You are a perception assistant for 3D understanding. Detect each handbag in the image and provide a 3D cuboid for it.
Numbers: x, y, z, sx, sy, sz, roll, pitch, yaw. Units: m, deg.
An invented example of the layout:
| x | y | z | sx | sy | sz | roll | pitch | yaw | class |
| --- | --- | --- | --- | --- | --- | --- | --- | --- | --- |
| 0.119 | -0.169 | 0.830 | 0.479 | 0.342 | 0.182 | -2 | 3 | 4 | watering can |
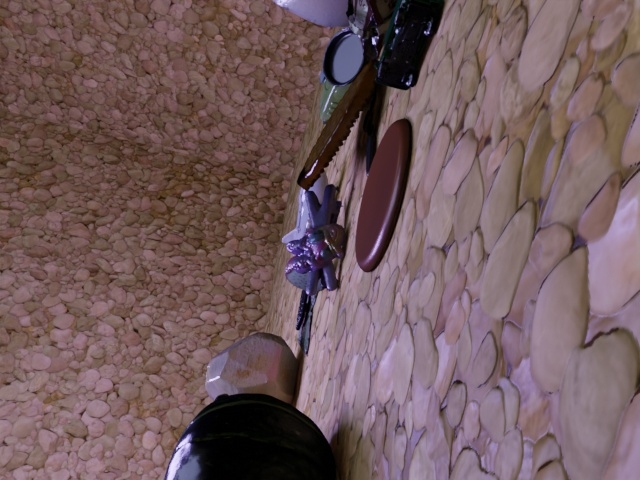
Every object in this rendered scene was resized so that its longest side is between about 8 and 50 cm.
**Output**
| x | y | z | sx | sy | sz | roll | pitch | yaw | class |
| --- | --- | --- | --- | --- | --- | --- | --- | --- | --- |
| 0.104 | -0.518 | 1.300 | 0.235 | 0.127 | 0.213 | -76 | -20 | -44 | handbag |

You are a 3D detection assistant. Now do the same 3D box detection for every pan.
| x | y | z | sx | sy | sz | roll | pitch | yaw | class |
| --- | --- | --- | --- | --- | --- | --- | --- | --- | --- |
| 0.075 | -0.470 | 1.467 | 0.136 | 0.028 | 0.235 | 39 | 118 | 40 | pan |

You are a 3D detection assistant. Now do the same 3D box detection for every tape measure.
| x | y | z | sx | sy | sz | roll | pitch | yaw | class |
| --- | --- | --- | --- | --- | --- | --- | --- | --- | --- |
| 0.057 | -0.413 | 1.598 | 0.200 | 0.106 | 0.175 | 118 | 157 | -52 | tape measure |

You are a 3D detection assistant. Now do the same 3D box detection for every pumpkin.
| x | y | z | sx | sy | sz | roll | pitch | yaw | class |
| --- | --- | --- | --- | --- | --- | --- | --- | --- | --- |
| -0.115 | 0.384 | 0.930 | 0.323 | 0.241 | 0.323 | -165 | 90 | -83 | pumpkin |

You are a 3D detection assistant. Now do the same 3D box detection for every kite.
| x | y | z | sx | sy | sz | roll | pitch | yaw | class |
| --- | --- | --- | --- | --- | --- | --- | --- | --- | --- |
| -0.032 | 0.180 | 1.622 | 0.268 | 0.013 | 0.323 | 109 | 171 | -47 | kite |

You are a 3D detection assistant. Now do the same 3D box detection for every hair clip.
| x | y | z | sx | sy | sz | roll | pitch | yaw | class |
| --- | --- | --- | --- | --- | --- | --- | --- | --- | --- |
| -0.005 | -0.012 | 1.352 | 0.278 | 0.137 | 0.090 | -83 | -27 | -44 | hair clip |

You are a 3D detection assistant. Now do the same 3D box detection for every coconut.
| x | y | z | sx | sy | sz | roll | pitch | yaw | class |
| --- | --- | --- | --- | --- | --- | --- | --- | --- | --- |
| -0.169 | 0.348 | 1.576 | 0.197 | 0.237 | 0.237 | 103 | 176 | -46 | coconut |

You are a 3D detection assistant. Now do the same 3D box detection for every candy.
| x | y | z | sx | sy | sz | roll | pitch | yaw | class |
| --- | --- | --- | --- | --- | --- | --- | --- | --- | --- |
| -0.028 | 0.072 | 1.401 | 0.103 | 0.103 | 0.043 | 113 | 179 | -57 | candy |

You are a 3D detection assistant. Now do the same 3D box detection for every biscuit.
| x | y | z | sx | sy | sz | roll | pitch | yaw | class |
| --- | --- | --- | --- | --- | --- | --- | --- | --- | --- |
| 0.041 | -0.248 | 1.370 | 0.318 | 0.040 | 0.318 | -58 | 9 | 15 | biscuit |

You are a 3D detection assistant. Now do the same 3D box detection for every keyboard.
| x | y | z | sx | sy | sz | roll | pitch | yaw | class |
| --- | --- | --- | --- | --- | --- | --- | --- | --- | --- |
| -0.036 | 0.114 | 1.683 | 0.087 | 0.017 | 0.250 | 112 | 170 | -56 | keyboard |

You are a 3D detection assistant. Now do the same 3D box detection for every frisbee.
| x | y | z | sx | sy | sz | roll | pitch | yaw | class |
| --- | --- | --- | --- | --- | --- | --- | --- | --- | --- |
| 0.096 | -0.072 | 1.010 | 0.251 | 0.021 | 0.251 | -166 | 90 | -82 | frisbee |

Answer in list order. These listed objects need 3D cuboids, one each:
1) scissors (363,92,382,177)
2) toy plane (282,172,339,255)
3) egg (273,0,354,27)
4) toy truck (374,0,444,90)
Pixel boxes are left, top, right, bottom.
| x | y | z | sx | sy | sz | roll | pitch | yaw | class |
| --- | --- | --- | --- | --- | --- | --- | --- | --- | --- |
| 0.099 | -0.196 | 1.230 | 0.088 | 0.017 | 0.220 | 115 | 167 | -46 | scissors |
| -0.021 | -0.072 | 1.645 | 0.251 | 0.101 | 0.255 | -86 | 15 | -56 | toy plane |
| 0.029 | -0.763 | 1.563 | 0.340 | 0.354 | 0.354 | 126 | 159 | -44 | egg |
| 0.131 | -0.308 | 0.965 | 0.079 | 0.065 | 0.147 | -81 | 7 | -48 | toy truck |
